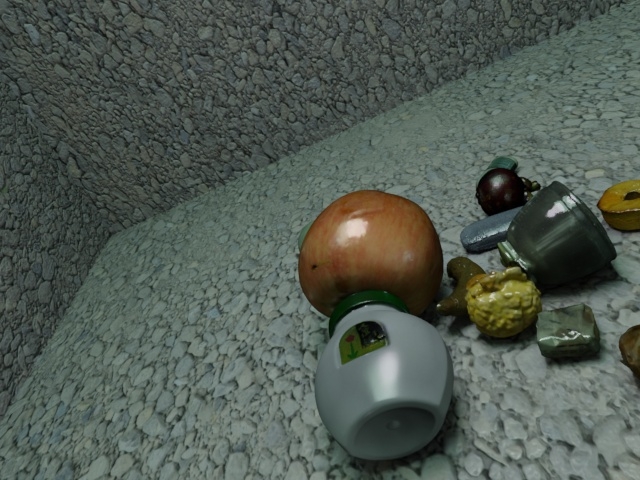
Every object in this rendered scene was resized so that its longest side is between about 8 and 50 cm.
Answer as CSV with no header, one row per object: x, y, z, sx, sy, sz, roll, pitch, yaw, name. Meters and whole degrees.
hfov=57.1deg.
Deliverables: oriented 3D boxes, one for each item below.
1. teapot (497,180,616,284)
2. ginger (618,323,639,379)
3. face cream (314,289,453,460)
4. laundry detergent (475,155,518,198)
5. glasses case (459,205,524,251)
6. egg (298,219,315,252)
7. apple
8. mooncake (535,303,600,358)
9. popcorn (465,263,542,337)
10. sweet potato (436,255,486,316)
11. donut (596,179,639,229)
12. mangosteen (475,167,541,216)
0.562,-0.014,1.501,0.239,0.239,0.321,-35,28,12,teapot
0.753,0.148,1.067,0.375,0.176,0.256,-31,9,-11,ginger
0.134,0.292,1.309,0.313,0.219,0.357,-27,26,10,face cream
0.599,-0.213,2.038,0.099,0.070,0.226,7,39,40,laundry detergent
0.555,-0.041,1.748,0.283,0.067,0.109,-18,32,13,glasses case
0.000,0.000,2.101,0.149,0.149,0.192,-10,30,32,egg
0.142,0.046,1.592,0.392,0.391,0.346,-11,49,31,apple
0.539,0.200,1.281,0.125,0.073,0.130,-10,31,25,mooncake
0.431,0.142,1.389,0.180,0.180,0.170,-6,60,38,popcorn
0.387,0.120,1.558,0.124,0.097,0.310,-1,25,19,sweet potato
0.838,-0.093,1.572,0.174,0.074,0.190,-13,23,29,donut
0.578,-0.146,1.830,0.184,0.172,0.172,11,40,24,mangosteen
